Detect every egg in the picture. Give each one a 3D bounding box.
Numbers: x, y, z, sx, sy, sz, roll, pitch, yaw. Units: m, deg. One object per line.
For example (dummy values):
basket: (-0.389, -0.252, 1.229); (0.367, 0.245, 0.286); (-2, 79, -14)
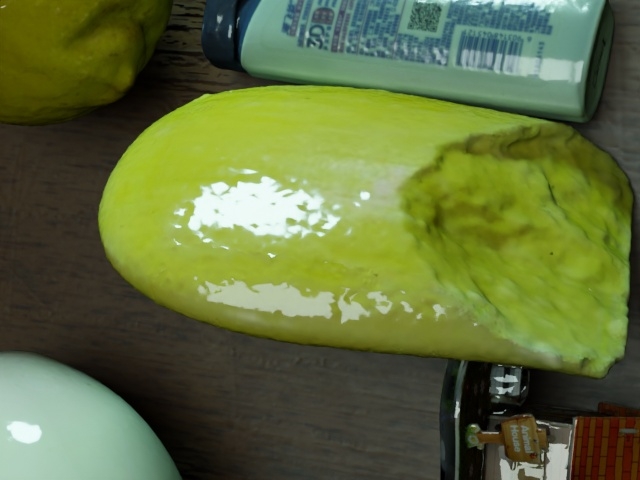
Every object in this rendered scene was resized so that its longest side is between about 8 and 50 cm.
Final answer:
egg: (-0.254, 0.262, 1.283); (0.283, 0.283, 0.345); (-29, 72, 18)

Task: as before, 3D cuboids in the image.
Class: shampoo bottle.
shampoo bottle: (0.072, -0.192, 1.278); (0.359, 0.078, 0.134); (11, 81, 22)

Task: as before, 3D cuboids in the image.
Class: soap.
soap: (0.038, -0.025, 1.155); (0.427, 0.306, 0.115); (7, 133, 6)

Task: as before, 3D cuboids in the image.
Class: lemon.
lemon: (-0.276, -0.247, 1.314); (0.297, 0.297, 0.297); (-1, 87, 22)

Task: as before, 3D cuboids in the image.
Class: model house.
model house: (0.186, 0.224, 1.146); (0.154, 0.207, 0.294); (4, 90, 20)
